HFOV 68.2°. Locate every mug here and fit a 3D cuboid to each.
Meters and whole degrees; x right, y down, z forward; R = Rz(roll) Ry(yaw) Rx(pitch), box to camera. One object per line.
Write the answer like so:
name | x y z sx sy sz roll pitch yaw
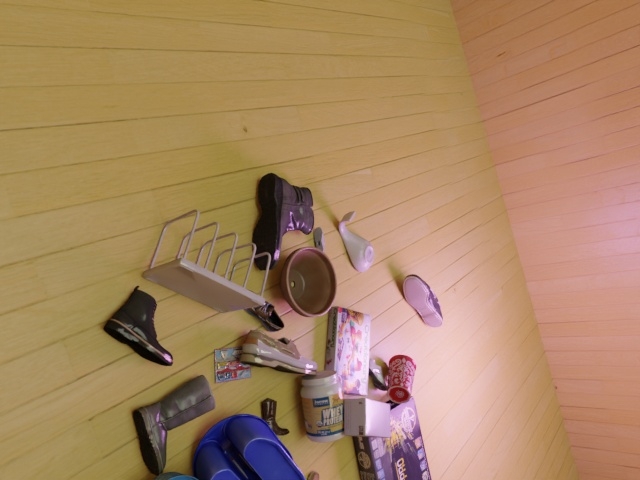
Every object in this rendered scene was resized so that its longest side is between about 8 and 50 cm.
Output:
mug | 0.322 0.564 1.872 0.169 0.113 0.150 -63 139 -60

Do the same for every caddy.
caddy | -0.196 0.647 1.305 0.241 0.179 0.341 -38 110 -19

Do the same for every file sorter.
file sorter | -0.301 0.065 1.317 0.277 0.192 0.173 34 55 -36

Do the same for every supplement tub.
supplement tub | 0.011 0.544 1.561 0.144 0.144 0.200 -6 85 -47

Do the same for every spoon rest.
spoon rest | 0.142 0.006 1.888 0.137 0.084 0.276 -54 132 -37

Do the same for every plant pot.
plant pot | -0.061 0.143 1.606 0.237 0.109 0.238 13 73 -45

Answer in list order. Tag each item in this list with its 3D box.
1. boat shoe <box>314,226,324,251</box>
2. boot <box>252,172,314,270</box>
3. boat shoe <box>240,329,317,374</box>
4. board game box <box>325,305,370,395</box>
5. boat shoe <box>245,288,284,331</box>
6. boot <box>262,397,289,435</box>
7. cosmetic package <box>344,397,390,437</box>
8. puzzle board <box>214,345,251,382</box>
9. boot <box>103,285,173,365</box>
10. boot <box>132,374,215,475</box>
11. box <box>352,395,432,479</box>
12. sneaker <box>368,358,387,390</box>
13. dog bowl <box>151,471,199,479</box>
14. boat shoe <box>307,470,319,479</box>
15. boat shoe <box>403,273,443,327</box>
boat shoe | 0.000 0.000 1.763 0.035 0.035 0.100 19 60 -72
boot | -0.107 -0.049 1.606 0.222 0.118 0.339 20 71 -48
boat shoe | -0.116 0.360 1.496 0.302 0.113 0.104 29 59 -43
board game box | 0.103 0.413 1.755 0.192 0.053 0.306 21 66 -42
boat shoe | -0.178 0.218 1.496 0.183 0.066 0.066 49 50 -27
boot | -0.140 0.553 1.485 0.106 0.037 0.114 15 66 -46
cosmetic package | 0.160 0.599 1.587 0.231 0.085 0.118 38 47 -52
puzzle board | -0.260 0.370 1.416 0.128 0.011 0.097 6 77 -46
boot | -0.437 0.223 1.225 0.198 0.076 0.137 49 45 -29
boot | -0.370 0.479 1.243 0.208 0.076 0.190 -12 92 -54
box | 0.278 0.839 1.809 0.318 0.097 0.395 -8 85 -44
sneaker | 0.226 0.529 1.858 0.152 0.053 0.061 58 44 -19
dog bowl | -0.389 0.699 1.122 0.166 0.074 0.297 36 69 -32
boat shoe | -0.021 0.825 1.535 0.050 0.045 0.136 30 60 -38
boat shoe | 0.462 0.258 2.139 0.335 0.112 0.096 56 29 -29
